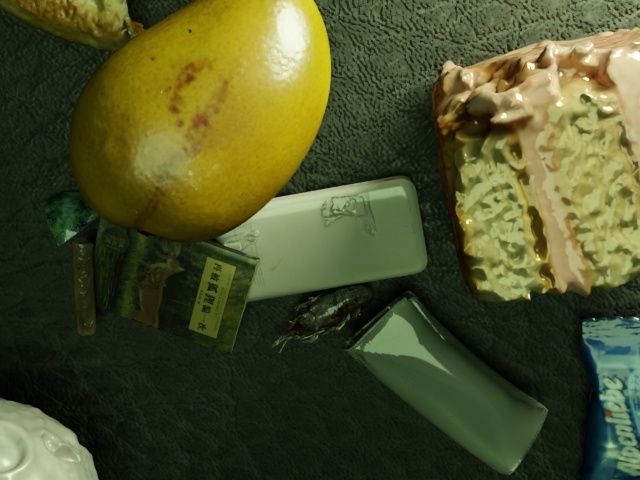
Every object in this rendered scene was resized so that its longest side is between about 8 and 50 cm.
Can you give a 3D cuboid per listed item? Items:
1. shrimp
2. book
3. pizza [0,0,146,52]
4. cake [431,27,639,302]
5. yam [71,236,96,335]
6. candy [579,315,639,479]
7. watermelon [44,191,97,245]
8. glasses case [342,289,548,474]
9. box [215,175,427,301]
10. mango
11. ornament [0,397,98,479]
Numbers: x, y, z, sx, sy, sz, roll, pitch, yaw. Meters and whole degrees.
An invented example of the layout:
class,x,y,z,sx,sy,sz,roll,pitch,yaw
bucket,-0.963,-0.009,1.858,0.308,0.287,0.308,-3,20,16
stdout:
class,x,y,z,sx,sy,sz,roll,pitch,yaw
shrimp,-0.001,0.109,1.249,0.165,0.065,0.057,-29,73,15
book,-0.211,0.055,1.232,0.228,0.024,0.160,20,115,4
pizza,-0.355,-0.366,1.102,0.365,0.074,0.182,31,108,-7
cake,0.295,-0.098,1.044,0.306,0.314,0.293,-13,105,8
yam,-0.331,0.064,1.232,0.032,0.032,0.145,4,114,1
candy,0.468,0.261,1.274,0.187,0.077,0.331,-3,107,10
watermelon,-0.340,-0.030,1.229,0.085,0.085,0.061,13,148,-2
glasses case,0.181,0.197,1.259,0.308,0.083,0.128,41,99,-10
box,0.000,0.000,1.222,0.285,0.044,0.142,-10,109,5
mango,-0.138,-0.161,1.086,0.264,0.221,0.378,40,92,-9
ornament,-0.468,0.374,1.206,0.337,0.337,0.337,1,108,2
